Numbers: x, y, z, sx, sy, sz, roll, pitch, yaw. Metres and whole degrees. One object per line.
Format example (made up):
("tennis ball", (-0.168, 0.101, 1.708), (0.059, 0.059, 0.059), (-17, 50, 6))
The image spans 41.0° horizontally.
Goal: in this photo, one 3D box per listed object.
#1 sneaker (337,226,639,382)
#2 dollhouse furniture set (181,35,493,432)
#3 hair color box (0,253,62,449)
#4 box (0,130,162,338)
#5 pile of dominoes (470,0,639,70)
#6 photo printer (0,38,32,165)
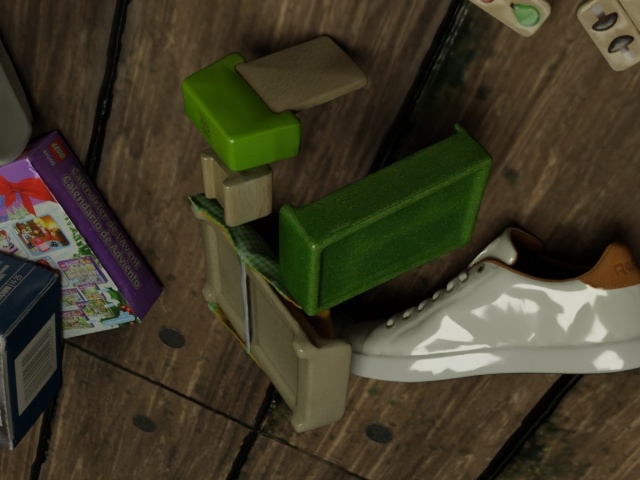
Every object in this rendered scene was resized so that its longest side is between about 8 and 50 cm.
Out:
("sneaker", (0.137, 0.053, 0.746), (0.290, 0.106, 0.123), (-9, 95, 30))
("dollhouse furniture set", (0.000, 0.000, 0.731), (0.197, 0.151, 0.301), (51, 155, 30))
("hair color box", (-0.444, 0.070, 0.871), (0.348, 0.105, 0.173), (18, 129, 8))
("box", (-0.336, 0.018, 0.898), (0.293, 0.057, 0.200), (-13, 120, 28))
("pile of dominoes", (0.192, -0.236, 0.527), (0.196, 0.040, 0.251), (32, 130, -5))
("photo printer", (-0.442, -0.172, 0.761), (0.308, 0.107, 0.256), (-2, 125, 21))
